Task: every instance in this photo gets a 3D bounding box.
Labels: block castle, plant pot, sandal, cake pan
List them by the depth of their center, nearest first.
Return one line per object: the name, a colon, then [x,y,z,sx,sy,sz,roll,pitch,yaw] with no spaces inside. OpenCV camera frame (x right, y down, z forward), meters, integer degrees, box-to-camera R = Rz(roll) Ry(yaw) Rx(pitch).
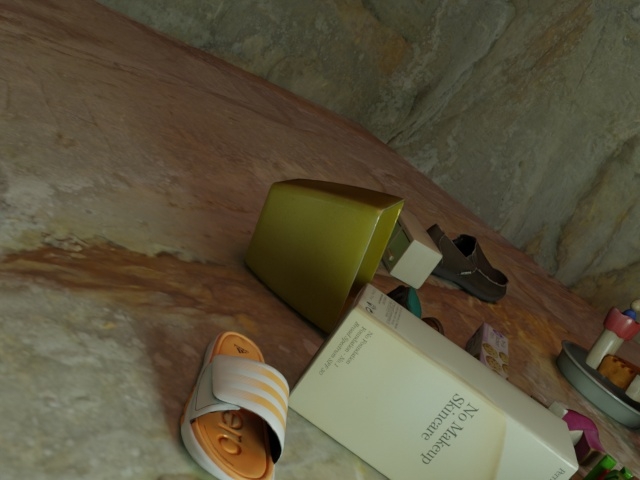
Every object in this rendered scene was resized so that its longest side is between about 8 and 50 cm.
sandal: [-0.083,0.150,0.718,0.101,0.076,0.265,29,17,-17]
plant pot: [0.000,0.000,1.115,0.187,0.212,0.212,25,14,12]
block castle: [0.872,0.332,1.533,0.303,0.213,0.453,27,10,-27]
cake pan: [0.723,0.370,1.712,0.293,0.054,0.293,31,16,-10]

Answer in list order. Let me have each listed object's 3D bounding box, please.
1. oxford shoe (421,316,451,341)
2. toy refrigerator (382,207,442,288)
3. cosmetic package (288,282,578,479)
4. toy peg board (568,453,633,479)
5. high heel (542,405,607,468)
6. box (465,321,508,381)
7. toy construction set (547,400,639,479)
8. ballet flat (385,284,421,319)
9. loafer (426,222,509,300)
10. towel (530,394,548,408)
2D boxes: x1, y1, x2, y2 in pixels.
oxford shoe: [0.179,0.184,1.164,0.075,0.076,0.212,-6,10,-2]
toy refrigerator: [0.201,0.002,1.656,0.094,0.102,0.269,29,18,-18]
cosmetic package: [0.132,0.211,0.823,0.309,0.160,0.113,35,17,4]
toy peg board: [0.477,0.421,1.040,0.161,0.079,0.160,36,16,6]
high heel: [0.380,0.303,1.150,0.244,0.082,0.117,21,23,-14]
box: [0.310,0.236,1.268,0.067,0.063,0.324,38,16,8]
toy construction set: [0.394,0.329,0.855,0.257,0.237,0.309,15,25,-49]
ballet flat: [0.123,0.143,1.123,0.280,0.096,0.095,-30,99,-81]
loafer: [0.404,0.059,1.835,0.365,0.130,0.134,23,20,-36]
towel: [0.442,0.353,1.260,0.148,0.027,0.110,36,15,6]
